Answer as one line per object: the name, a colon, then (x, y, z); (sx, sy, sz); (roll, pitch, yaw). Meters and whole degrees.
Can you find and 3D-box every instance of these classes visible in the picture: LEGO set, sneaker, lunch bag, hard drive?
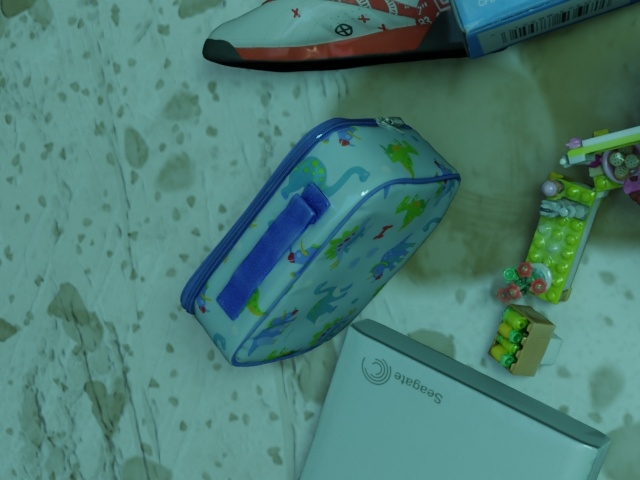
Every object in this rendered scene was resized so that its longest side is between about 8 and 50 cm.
LEGO set: (0.200, -0.012, 0.801); (0.287, 0.107, 0.132); (-39, 74, 28)
sneaker: (0.024, -0.217, 0.905); (0.270, 0.090, 0.145); (0, 93, 28)
lunch bag: (0.000, 0.000, 0.886); (0.090, 0.176, 0.219); (48, 117, 19)
hard drive: (0.076, 0.275, 0.940); (0.233, 0.047, 0.353); (25, 106, 28)

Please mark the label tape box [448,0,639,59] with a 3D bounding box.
label tape box: (0.164, -0.325, 0.756); (0.241, 0.106, 0.333); (-17, 85, 11)
